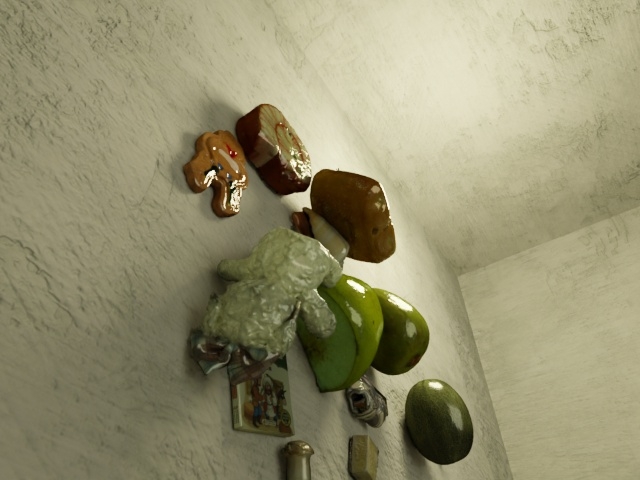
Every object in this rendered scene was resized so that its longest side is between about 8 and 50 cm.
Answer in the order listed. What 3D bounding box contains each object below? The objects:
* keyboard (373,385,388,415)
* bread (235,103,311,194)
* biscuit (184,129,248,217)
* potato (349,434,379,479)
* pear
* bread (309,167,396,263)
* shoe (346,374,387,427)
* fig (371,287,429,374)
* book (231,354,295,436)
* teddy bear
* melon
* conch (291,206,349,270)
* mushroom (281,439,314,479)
[{"bbox_3d":[0.182,0.535,1.685,0.196,0.015,0.074,49,23,-34],"label":"keyboard"},{"bbox_3d":[-0.150,-0.318,1.705,0.328,0.114,0.295,49,26,-32],"label":"bread"},{"bbox_3d":[-0.279,-0.210,1.392,0.202,0.047,0.334,51,25,-30],"label":"biscuit"},{"bbox_3d":[0.125,0.629,1.397,0.086,0.061,0.122,56,24,-27],"label":"potato"},{"bbox_3d":[0.081,0.239,1.483,0.318,0.238,0.342,-16,81,-59],"label":"pear"},{"bbox_3d":[0.095,-0.084,1.726,0.148,0.337,0.328,-41,134,-29],"label":"bread"},{"bbox_3d":[0.140,0.508,1.519,0.180,0.089,0.092,63,21,1],"label":"shoe"},{"bbox_3d":[0.236,0.312,1.750,0.258,0.258,0.326,28,24,-56],"label":"fig"},{"bbox_3d":[-0.142,0.322,1.164,0.202,0.027,0.264,35,37,-48],"label":"book"},{"bbox_3d":[-0.119,0.157,1.161,0.375,0.327,0.362,79,35,-76],"label":"teddy bear"},{"bbox_3d":[0.440,0.669,1.820,0.237,0.237,0.302,18,50,-61],"label":"melon"},{"bbox_3d":[0.002,0.005,1.691,0.255,0.158,0.127,61,-1,20],"label":"conch"},{"bbox_3d":[-0.046,0.553,1.073,0.223,0.081,0.092,-93,169,-48],"label":"mushroom"}]
